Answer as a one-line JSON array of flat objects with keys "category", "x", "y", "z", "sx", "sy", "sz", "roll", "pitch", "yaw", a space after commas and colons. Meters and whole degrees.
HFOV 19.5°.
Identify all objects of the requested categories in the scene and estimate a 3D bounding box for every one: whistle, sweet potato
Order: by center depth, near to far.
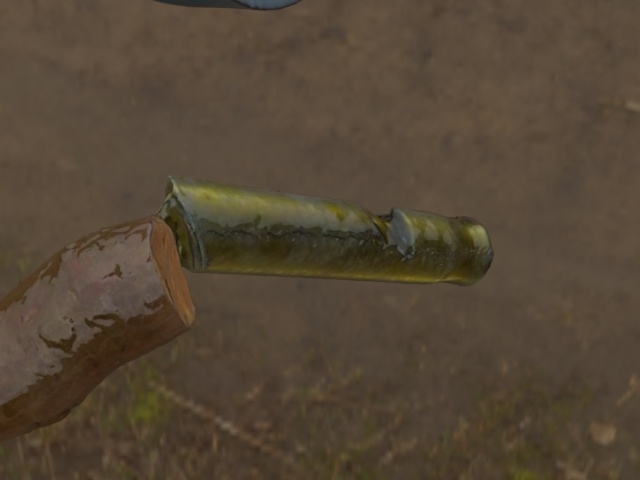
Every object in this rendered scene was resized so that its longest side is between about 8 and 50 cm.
[{"category": "sweet potato", "x": -0.183, "y": 0.063, "z": 0.725, "sx": 0.281, "sy": 0.059, "sz": 0.067, "roll": -18, "pitch": 79, "yaw": 10}, {"category": "whistle", "x": 0.001, "y": 0.001, "z": 1.328, "sx": 0.326, "sy": 0.068, "sz": 0.057, "roll": 4, "pitch": 37, "yaw": -46}]

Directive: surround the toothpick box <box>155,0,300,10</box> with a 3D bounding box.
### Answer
[{"category": "toothpick box", "x": -0.076, "y": -0.105, "z": 0.430, "sx": 0.153, "sy": 0.101, "sz": 0.101, "roll": 5, "pitch": 50, "yaw": 29}]
